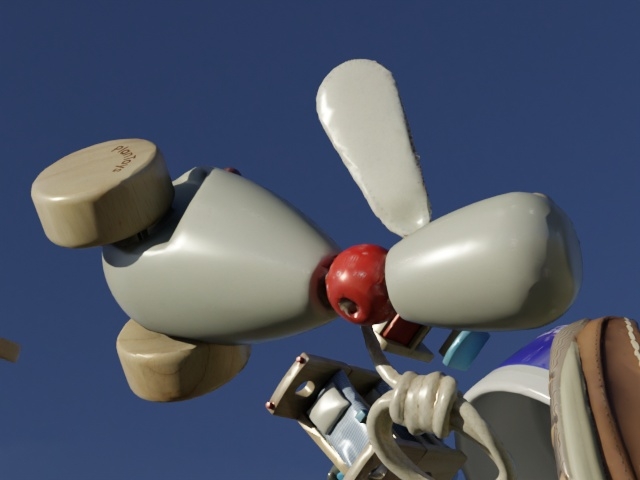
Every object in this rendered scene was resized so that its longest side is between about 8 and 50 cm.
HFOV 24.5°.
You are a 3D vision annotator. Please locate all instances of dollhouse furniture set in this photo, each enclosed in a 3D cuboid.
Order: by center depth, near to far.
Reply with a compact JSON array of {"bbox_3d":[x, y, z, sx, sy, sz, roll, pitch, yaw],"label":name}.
[{"bbox_3d":[0.071,0.123,1.303,0.129,0.129,0.184,19,-70,-47],"label":"dollhouse furniture set"}]

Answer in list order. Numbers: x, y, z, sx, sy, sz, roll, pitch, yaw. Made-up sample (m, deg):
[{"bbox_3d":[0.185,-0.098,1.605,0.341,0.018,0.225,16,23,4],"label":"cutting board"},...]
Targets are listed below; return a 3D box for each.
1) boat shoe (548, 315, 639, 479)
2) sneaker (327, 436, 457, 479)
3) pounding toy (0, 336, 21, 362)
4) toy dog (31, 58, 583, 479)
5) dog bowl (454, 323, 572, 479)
[{"bbox_3d":[0.177,0.171,0.602,0.116,0.324,0.123,-17,-32,3],"label":"boat shoe"},{"bbox_3d":[0.107,0.303,1.578,0.125,0.140,0.341,21,-36,27],"label":"sneaker"},{"bbox_3d":[-0.331,0.048,1.069,0.269,0.155,0.154,6,-14,44],"label":"pounding toy"},{"bbox_3d":[0.000,0.000,0.876,0.333,0.161,0.220,16,-49,19],"label":"toy dog"},{"bbox_3d":[0.248,0.209,1.309,0.104,0.265,0.265,-35,-26,-28],"label":"dog bowl"}]
